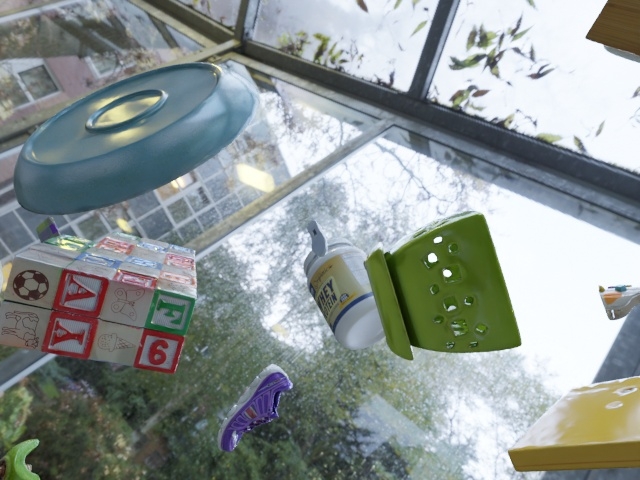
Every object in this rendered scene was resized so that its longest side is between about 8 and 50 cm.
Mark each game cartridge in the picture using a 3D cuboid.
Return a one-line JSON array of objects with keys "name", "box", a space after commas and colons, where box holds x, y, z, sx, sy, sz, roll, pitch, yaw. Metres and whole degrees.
[{"name": "game cartridge", "box": [0.531, 0.314, 0.788, 0.285, 0.324, 0.052, -35, -108, 46]}]

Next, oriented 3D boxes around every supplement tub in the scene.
[{"name": "supplement tub", "box": [0.093, 0.162, 1.437, 0.228, 0.229, 0.316, 88, -23, -45]}]

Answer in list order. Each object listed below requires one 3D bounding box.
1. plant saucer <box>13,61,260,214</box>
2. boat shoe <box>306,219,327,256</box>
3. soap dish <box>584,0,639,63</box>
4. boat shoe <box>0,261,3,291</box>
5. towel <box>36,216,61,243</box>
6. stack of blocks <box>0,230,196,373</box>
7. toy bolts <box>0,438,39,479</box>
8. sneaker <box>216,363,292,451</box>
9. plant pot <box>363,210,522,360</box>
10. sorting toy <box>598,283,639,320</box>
[{"name": "plant saucer", "box": [-0.233, -0.148, 0.555, 0.318, 0.318, 0.043, 23, -36, 38]}, {"name": "boat shoe", "box": [0.000, 0.000, 0.902, 0.035, 0.035, 0.100, 35, 21, -38]}, {"name": "soap dish", "box": [0.525, -0.301, 0.530, 0.291, 0.229, 0.118, 43, 1, 36]}, {"name": "boat shoe", "box": [-0.632, 0.082, 0.769, 0.341, 0.122, 0.110, 59, -26, 30]}, {"name": "towel", "box": [-0.646, -0.008, 1.069, 0.083, 0.060, 0.009, 57, 14, 10]}, {"name": "stack of blocks", "box": [-0.257, 0.055, 0.576, 0.171, 0.087, 0.297, 16, 4, -17]}, {"name": "toy bolts", "box": [-0.601, 0.485, 0.756, 0.159, 0.218, 0.228, 28, 23, -49]}, {"name": "sneaker", "box": [-0.113, 0.297, 0.767, 0.071, 0.169, 0.068, 37, 0, 14]}, {"name": "plant pot", "box": [0.200, 0.081, 0.806, 0.227, 0.207, 0.228, -20, 95, -82]}, {"name": "sorting toy", "box": [0.456, 0.083, 0.656, 0.075, 0.044, 0.083, -19, -29, 28]}]
